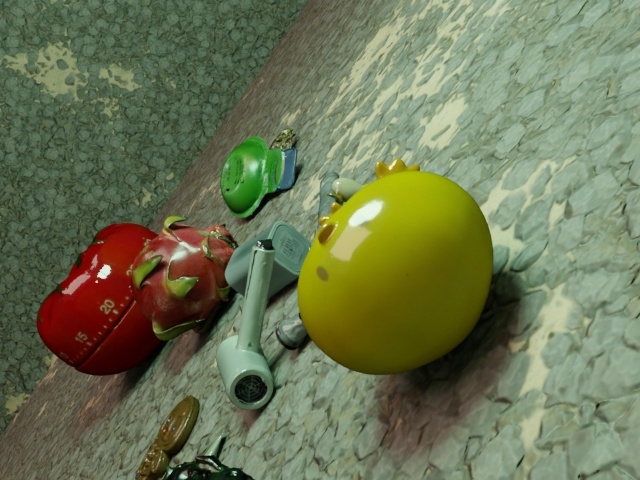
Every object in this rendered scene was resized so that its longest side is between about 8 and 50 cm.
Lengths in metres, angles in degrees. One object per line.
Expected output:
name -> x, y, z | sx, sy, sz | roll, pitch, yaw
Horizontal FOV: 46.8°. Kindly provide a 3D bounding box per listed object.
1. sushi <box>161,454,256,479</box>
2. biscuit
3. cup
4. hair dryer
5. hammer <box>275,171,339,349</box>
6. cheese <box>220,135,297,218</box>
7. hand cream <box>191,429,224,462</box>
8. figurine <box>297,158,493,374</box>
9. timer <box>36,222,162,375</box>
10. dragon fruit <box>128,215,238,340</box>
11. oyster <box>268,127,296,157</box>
sushi -> -0.116, 0.313, 0.808 | 0.225, 0.127, 0.124 | -21, 38, 56
biscuit -> -0.266, 0.346, 1.276 | 0.175, 0.026, 0.124 | -58, 18, -12
cup -> -0.085, 0.028, 1.286 | 0.129, 0.095, 0.128 | -33, 26, 41
hair dryer -> -0.093, 0.114, 1.076 | 0.131, 0.073, 0.236 | -136, 58, -71
hammer -> 0.001, 0.001, 1.201 | 0.152, 0.044, 0.427 | -45, 20, 23
cheese -> -0.150, -0.154, 1.750 | 0.320, 0.083, 0.203 | -3, 78, 52
hand cream -> -0.194, 0.371, 1.036 | 0.080, 0.050, 0.234 | -44, 14, 39
figurine -> 0.072, 0.006, 0.815 | 0.215, 0.187, 0.343 | -59, 11, 16
timer -> -0.497, 0.144, 1.801 | 0.378, 0.279, 0.378 | -48, 17, 20
dragon fruit -> -0.271, 0.073, 1.504 | 0.227, 0.224, 0.224 | -42, 22, 28
oyster -> -0.104, -0.216, 1.821 | 0.103, 0.051, 0.148 | -30, 30, 50
